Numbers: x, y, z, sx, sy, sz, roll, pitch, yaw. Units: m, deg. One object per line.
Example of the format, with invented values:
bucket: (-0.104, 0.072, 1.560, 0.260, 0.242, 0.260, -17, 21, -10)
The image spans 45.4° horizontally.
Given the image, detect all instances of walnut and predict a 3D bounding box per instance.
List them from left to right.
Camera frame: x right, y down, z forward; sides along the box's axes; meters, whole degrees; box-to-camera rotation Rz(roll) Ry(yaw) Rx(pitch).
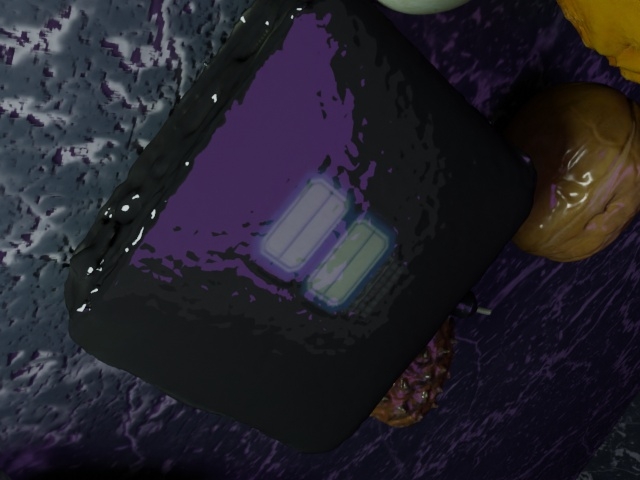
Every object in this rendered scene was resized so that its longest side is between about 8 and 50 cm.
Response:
walnut: (0.304, -0.083, 0.936, 0.193, 0.193, 0.226, -8, 128, -46)

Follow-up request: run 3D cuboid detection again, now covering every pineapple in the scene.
pineapple: (0.110, 0.077, 0.933, 0.158, 0.158, 0.279, 14, 100, -54)

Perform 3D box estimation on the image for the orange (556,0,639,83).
orange: (0.369, -0.272, 0.694, 0.293, 0.340, 0.340, -47, 149, 18)

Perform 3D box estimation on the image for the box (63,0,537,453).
box: (0.000, 0.000, 0.669, 0.350, 0.091, 0.359, 34, 97, -38)

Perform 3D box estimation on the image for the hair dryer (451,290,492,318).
hair dryer: (0.090, 0.033, 0.816, 0.219, 0.071, 0.124, 24, 112, -12)

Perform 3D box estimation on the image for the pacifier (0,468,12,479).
pacifier: (-0.336, 0.293, 0.549, 0.220, 0.273, 0.332, -9, 132, -11)

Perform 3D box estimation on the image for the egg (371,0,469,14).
egg: (0.079, -0.232, 0.585, 0.152, 0.114, 0.114, -18, 136, -33)
